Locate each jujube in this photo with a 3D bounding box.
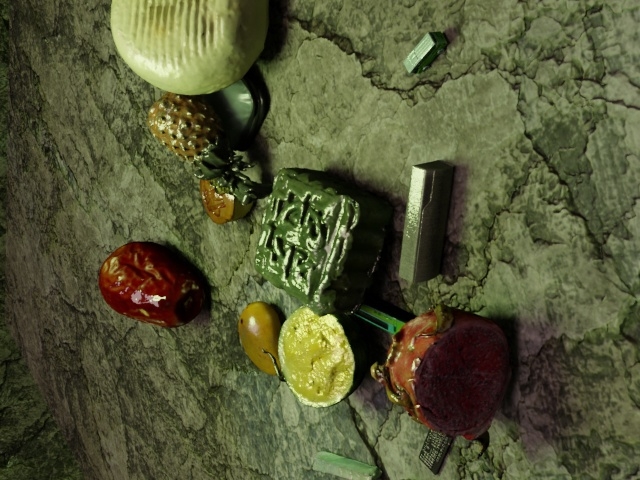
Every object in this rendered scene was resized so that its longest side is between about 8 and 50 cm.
[{"bbox_3d":[-0.459,0.122,2.109,0.318,0.223,0.223,21,118,38],"label":"jujube"}]

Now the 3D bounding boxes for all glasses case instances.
[{"bbox_3d":[0.182,-0.031,1.325,0.047,0.071,0.204,26,121,42],"label":"glasses case"}]

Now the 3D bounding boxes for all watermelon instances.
[{"bbox_3d":[0.014,0.230,1.580,0.204,0.127,0.232,54,128,22],"label":"watermelon"}]

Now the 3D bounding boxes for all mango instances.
[{"bbox_3d":[-0.136,0.230,1.821,0.115,0.090,0.178,-1,109,46],"label":"mango"}]

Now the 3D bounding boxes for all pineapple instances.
[{"bbox_3d":[-0.237,-0.199,1.713,0.310,0.141,0.170,44,177,-1],"label":"pineapple"}]

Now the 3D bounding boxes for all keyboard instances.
[{"bbox_3d":[0.222,0.374,1.453,0.053,0.010,0.155,41,131,36],"label":"keyboard"}]

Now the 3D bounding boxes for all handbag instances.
[{"bbox_3d":[-0.239,-0.371,1.779,0.332,0.075,0.191,55,142,21],"label":"handbag"}]

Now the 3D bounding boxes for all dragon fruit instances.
[{"bbox_3d":[0.199,0.218,1.278,0.147,0.211,0.282,29,142,60],"label":"dragon fruit"}]

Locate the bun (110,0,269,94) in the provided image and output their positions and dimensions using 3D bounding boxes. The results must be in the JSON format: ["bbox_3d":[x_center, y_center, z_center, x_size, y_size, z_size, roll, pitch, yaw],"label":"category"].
[{"bbox_3d":[-0.257,-0.481,1.615,0.361,0.213,0.360,-1,86,15],"label":"bun"}]

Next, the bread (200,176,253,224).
[{"bbox_3d":[-0.229,-0.103,1.833,0.156,0.086,0.125,52,139,31],"label":"bread"}]

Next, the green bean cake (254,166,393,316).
[{"bbox_3d":[0.000,0.000,1.498,0.255,0.132,0.241,33,110,44],"label":"green bean cake"}]

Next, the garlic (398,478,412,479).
[{"bbox_3d":[0.059,0.628,1.525,0.340,0.231,0.245,-28,73,41],"label":"garlic"}]

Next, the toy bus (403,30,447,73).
[{"bbox_3d":[0.172,-0.308,1.275,0.083,0.037,0.031,-45,65,50],"label":"toy bus"}]

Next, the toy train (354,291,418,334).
[{"bbox_3d":[0.117,0.144,1.489,0.209,0.044,0.042,24,119,48],"label":"toy train"}]

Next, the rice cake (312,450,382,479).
[{"bbox_3d":[0.054,0.498,1.691,0.211,0.043,0.034,-4,105,53],"label":"rice cake"}]
